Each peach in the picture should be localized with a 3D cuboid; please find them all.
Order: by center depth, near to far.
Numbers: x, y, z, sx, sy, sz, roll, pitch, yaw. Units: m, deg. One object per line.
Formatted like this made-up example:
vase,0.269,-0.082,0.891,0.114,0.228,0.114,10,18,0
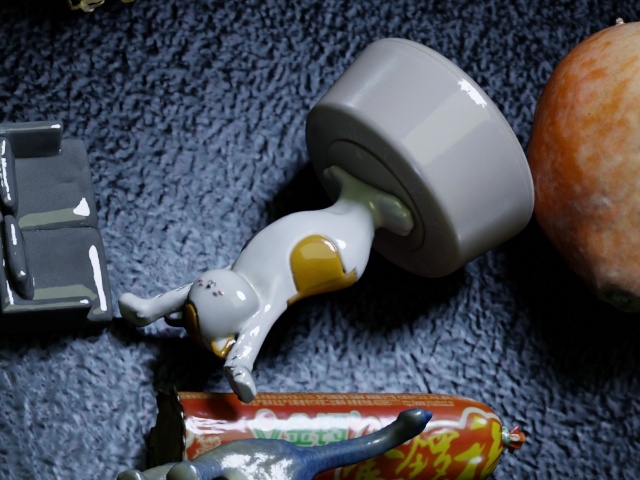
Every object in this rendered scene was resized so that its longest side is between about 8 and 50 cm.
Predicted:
peach,0.256,-0.046,1.350,0.232,0.232,0.232,7,62,-14

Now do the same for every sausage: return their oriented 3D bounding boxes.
sausage,0.018,0.138,1.255,0.264,0.083,0.083,1,64,-18

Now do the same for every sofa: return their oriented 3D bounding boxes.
sofa,-0.192,-0.012,1.269,0.085,0.060,0.147,-3,65,-20

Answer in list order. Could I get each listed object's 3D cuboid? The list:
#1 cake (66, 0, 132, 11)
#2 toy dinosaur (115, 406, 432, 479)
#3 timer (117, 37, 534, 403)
cake,-0.158,-0.321,1.342,0.286,0.227,0.222,-25,70,-29
toy dinosaur,-0.062,0.168,1.177,0.188,0.248,0.075,-5,68,-64
timer,0.000,0.000,1.276,0.266,0.175,0.175,-39,81,-22
